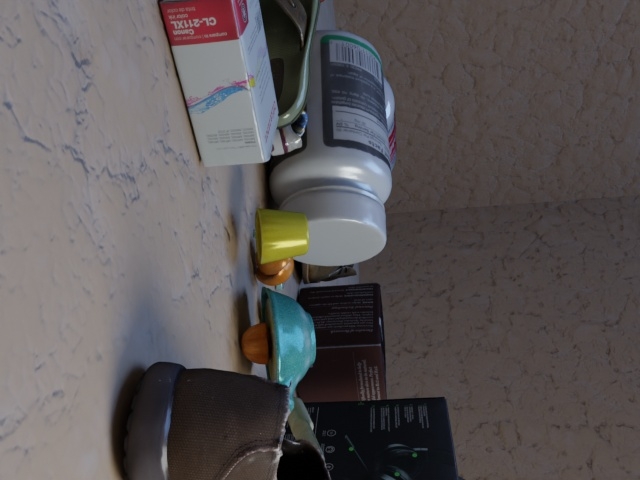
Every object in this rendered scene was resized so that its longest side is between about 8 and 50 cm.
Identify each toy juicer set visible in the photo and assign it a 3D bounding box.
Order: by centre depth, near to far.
[{"bbox_3d":[-0.061,0.134,0.834,0.209,0.090,0.328,135,-50,-74],"label":"toy juicer set"}]

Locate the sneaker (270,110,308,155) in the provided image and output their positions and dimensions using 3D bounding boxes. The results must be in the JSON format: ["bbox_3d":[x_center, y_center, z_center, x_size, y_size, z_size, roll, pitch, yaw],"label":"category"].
[{"bbox_3d":[-0.059,-0.192,0.978,0.069,0.084,0.185,79,10,-47],"label":"sneaker"}]

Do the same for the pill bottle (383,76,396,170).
[{"bbox_3d":[0.080,-0.305,1.654,0.407,0.229,0.229,68,19,-70],"label":"pill bottle"}]

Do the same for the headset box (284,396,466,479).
[{"bbox_3d":[0.069,0.351,0.898,0.246,0.283,0.131,-83,167,-64],"label":"headset box"}]

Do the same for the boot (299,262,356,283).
[{"bbox_3d":[0.015,0.038,1.373,0.305,0.115,0.112,38,50,-80],"label":"boot"}]

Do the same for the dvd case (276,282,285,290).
[{"bbox_3d":[-0.067,0.024,1.094,0.119,0.013,0.087,-71,156,-72],"label":"dvd case"}]

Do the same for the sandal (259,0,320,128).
[{"bbox_3d":[-0.065,-0.309,0.895,0.086,0.120,0.302,28,57,-66],"label":"sandal"}]

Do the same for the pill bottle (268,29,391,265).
[{"bbox_3d":[0.015,-0.154,1.079,0.204,0.204,0.361,74,14,-63],"label":"pill bottle"}]

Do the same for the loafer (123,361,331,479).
[{"bbox_3d":[-0.053,0.242,0.549,0.366,0.130,0.133,80,9,-45],"label":"loafer"}]

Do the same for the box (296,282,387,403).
[{"bbox_3d":[0.041,0.208,1.250,0.203,0.167,0.168,-83,167,-60],"label":"box"}]

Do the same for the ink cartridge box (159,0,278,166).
[{"bbox_3d":[-0.098,-0.182,0.670,0.127,0.072,0.175,-86,170,-54],"label":"ink cartridge box"}]
